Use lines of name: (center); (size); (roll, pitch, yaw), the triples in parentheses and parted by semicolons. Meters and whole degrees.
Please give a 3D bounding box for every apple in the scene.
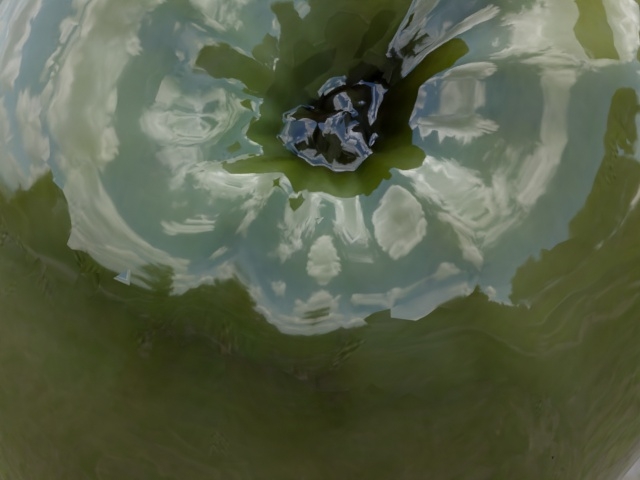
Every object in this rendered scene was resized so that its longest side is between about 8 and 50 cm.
apple: (0.000, 0.000, 0.542); (0.262, 0.262, 0.262); (8, 16, -2)
